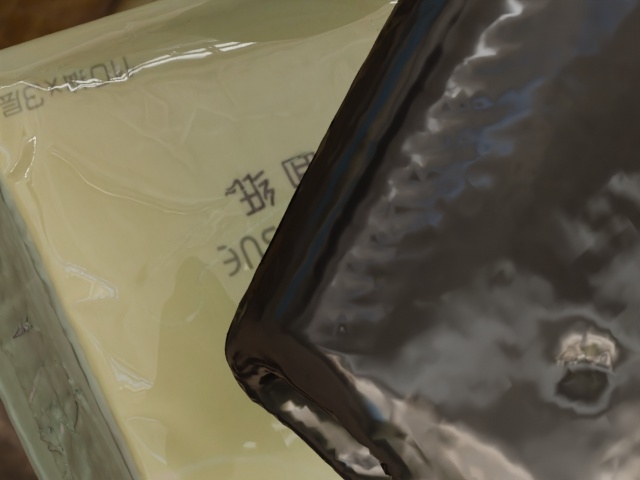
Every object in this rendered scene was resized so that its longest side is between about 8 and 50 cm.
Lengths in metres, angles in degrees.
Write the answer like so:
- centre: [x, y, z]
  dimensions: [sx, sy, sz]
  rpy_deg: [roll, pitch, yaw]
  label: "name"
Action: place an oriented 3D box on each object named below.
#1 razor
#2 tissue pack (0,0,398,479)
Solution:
- centre: [0.120, -0.048, 0.652]
  dimensions: [0.204, 0.113, 0.349]
  rpy_deg: [33, 75, -17]
  label: "razor"
- centre: [0.000, 0.000, 1.115]
  dimensions: [0.405, 0.205, 0.332]
  rpy_deg: [-22, 82, -26]
  label: "tissue pack"
